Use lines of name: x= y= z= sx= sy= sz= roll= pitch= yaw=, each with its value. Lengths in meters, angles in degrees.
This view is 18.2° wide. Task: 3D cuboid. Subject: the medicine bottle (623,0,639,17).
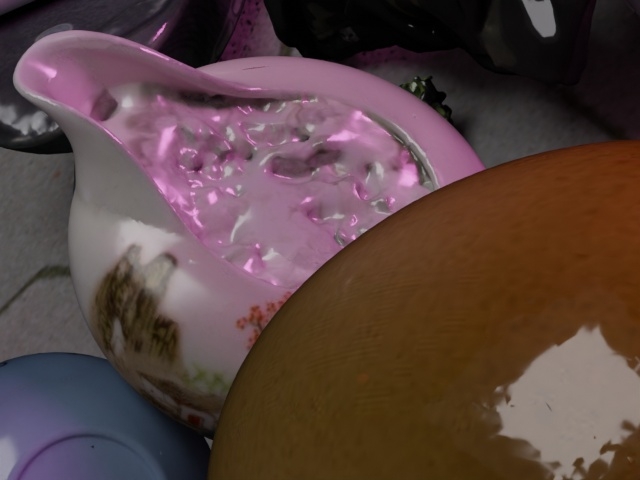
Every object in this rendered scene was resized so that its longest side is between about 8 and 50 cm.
medicine bottle: x=0.178 y=-0.192 z=0.984 sx=0.135 sy=0.135 sz=0.168 roll=-37 pitch=37 yaw=12

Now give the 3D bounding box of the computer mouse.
computer mouse: x=-0.111 y=-0.157 z=1.282 sx=0.167 sy=0.090 sz=0.379 roll=-4 pitch=36 yaw=26

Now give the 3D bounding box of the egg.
egg: x=0.095 y=0.093 z=0.699 sx=0.322 sy=0.250 sz=0.250 roll=-12 pitch=48 yaw=48

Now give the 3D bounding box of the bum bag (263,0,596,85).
bum bag: x=0.051 y=-0.159 z=1.040 sx=0.340 sy=0.095 sz=0.144 roll=-162 pitch=66 yaw=-66

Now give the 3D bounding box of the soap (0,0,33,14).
soap: x=-0.120 y=-0.246 z=1.258 sx=0.265 sy=0.088 sz=0.160 roll=-25 pitch=30 yaw=-5

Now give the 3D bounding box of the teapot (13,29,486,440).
teapot: x=0.000 y=0.000 z=0.909 sx=0.139 sy=0.298 sz=0.204 roll=105 pitch=-179 yaw=-50

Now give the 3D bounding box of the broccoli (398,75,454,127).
broccoli: x=0.021 y=-0.047 z=1.038 sx=0.097 sy=0.092 sz=0.095 roll=-7 pitch=44 yaw=6

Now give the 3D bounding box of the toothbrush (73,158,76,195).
toothbrush: x=-0.152 y=-0.076 z=1.294 sx=0.025 sy=0.019 sz=0.276 roll=-34 pitch=38 yaw=25

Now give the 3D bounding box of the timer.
timer: x=-0.122 y=0.151 z=0.975 sx=0.175 sy=0.255 sz=0.175 roll=0 pitch=66 yaw=1
